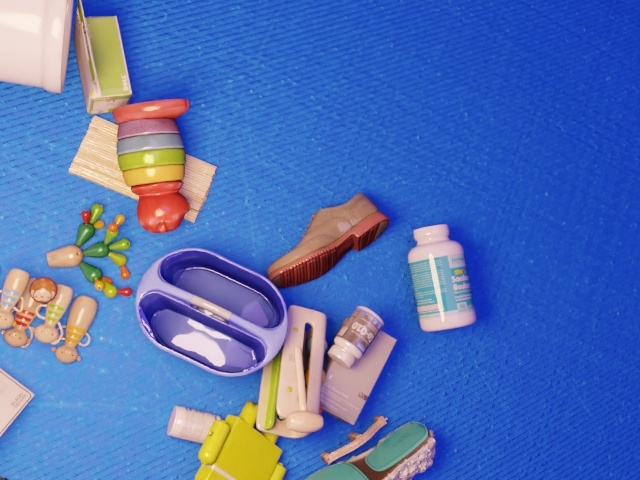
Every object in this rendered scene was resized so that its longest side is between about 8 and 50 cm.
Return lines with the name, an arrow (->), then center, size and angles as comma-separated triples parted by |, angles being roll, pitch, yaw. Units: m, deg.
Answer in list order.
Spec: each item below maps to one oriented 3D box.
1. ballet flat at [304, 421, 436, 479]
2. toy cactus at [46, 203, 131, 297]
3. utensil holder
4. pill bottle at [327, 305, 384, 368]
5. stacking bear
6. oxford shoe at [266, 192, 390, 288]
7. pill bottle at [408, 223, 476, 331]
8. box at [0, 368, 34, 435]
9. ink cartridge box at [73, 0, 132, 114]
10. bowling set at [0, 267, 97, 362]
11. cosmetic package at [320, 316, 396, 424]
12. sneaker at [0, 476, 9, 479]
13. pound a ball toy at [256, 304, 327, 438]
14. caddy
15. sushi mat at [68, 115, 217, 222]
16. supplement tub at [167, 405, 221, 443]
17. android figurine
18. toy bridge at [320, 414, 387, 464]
ballet flat -> 0.117, 0.586, 1.819 | 0.409, 0.147, 0.147 | -23, 90, -21
toy cactus -> -0.514, 0.030, 1.688 | 0.181, 0.112, 0.218 | -11, 94, -12
utensil holder -> -0.721, -0.500, 1.570 | 0.386, 0.327, 0.327 | 7, 79, -16
pill bottle -> 0.082, 0.229, 1.779 | 0.078, 0.078, 0.137 | 40, 71, -10
stacking bear -> -0.372, -0.159, 1.717 | 0.164, 0.175, 0.288 | -9, 93, -24
oxford shoe -> 0.000, 0.000, 1.888 | 0.348, 0.123, 0.130 | -29, 66, -21
pill bottle -> 0.308, 0.095, 1.950 | 0.146, 0.146, 0.264 | -9, 85, -21
box -> -0.751, 0.295, 1.519 | 0.290, 0.087, 0.169 | 41, 37, -11
ink cartridge box -> -0.480, -0.408, 1.675 | 0.097, 0.255, 0.188 | -10, 86, -22
bowling set -> -0.616, 0.148, 1.578 | 0.287, 0.200, 0.154 | 21, 76, -12
cosmetic package -> 0.072, 0.315, 1.853 | 0.127, 0.107, 0.238 | 31, 75, -10
sneaker -> -0.706, 0.682, 1.464 | 0.202, 0.185, 0.482 | 8, 80, -15
pound a ball toy -> -0.035, 0.307, 1.704 | 0.136, 0.208, 0.319 | 18, 54, -20
caddy -> -0.240, 0.164, 1.683 | 0.341, 0.179, 0.241 | 24, 72, 2
sushi mat -> -0.414, -0.167, 1.791 | 0.317, 0.019, 0.151 | 22, 74, -16
supplement tub -> -0.286, 0.421, 1.719 | 0.107, 0.071, 0.071 | 19, 76, -18
android figurine -> -0.182, 0.511, 1.709 | 0.248, 0.056, 0.272 | 49, 55, -32
toy bridge -> 0.090, 0.486, 1.853 | 0.188, 0.063, 0.026 | -29, 93, -21
